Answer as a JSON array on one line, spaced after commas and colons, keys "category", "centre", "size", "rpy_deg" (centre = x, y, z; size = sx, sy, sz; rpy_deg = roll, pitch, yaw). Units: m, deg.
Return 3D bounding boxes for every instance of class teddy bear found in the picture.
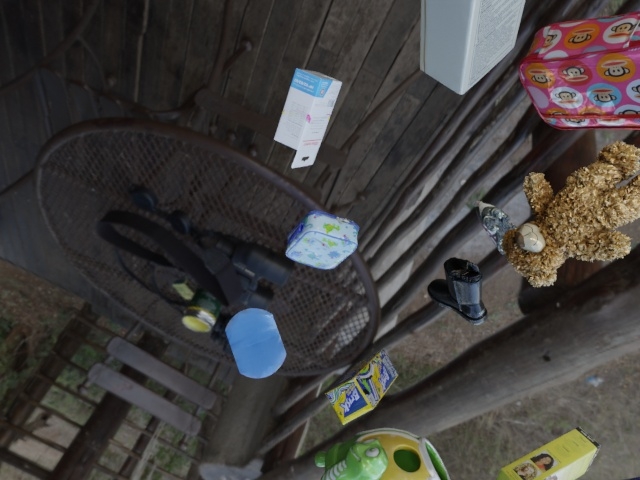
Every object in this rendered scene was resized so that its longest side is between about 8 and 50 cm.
[{"category": "teddy bear", "centre": [0.524, -0.055, 1.023], "size": [0.338, 0.245, 0.113], "rpy_deg": [-24, 164, 28]}]

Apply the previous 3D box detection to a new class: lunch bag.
[{"category": "lunch bag", "centre": [0.000, 0.000, 1.482], "size": [0.176, 0.090, 0.219], "rpy_deg": [16, 150, -18]}, {"category": "lunch bag", "centre": [0.576, -0.317, 1.007], "size": [0.293, 0.120, 0.258], "rpy_deg": [15, 160, 50]}]

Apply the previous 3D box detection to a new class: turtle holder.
[{"category": "turtle holder", "centre": [0.121, 0.474, 0.995], "size": [0.227, 0.243, 0.320], "rpy_deg": [-29, 106, 10]}]

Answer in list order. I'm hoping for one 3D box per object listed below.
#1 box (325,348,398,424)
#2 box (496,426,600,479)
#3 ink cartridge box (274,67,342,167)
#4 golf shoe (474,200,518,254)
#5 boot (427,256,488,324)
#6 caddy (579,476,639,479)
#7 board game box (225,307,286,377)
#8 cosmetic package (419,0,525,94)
[{"category": "box", "centre": [0.071, 0.230, 0.801], "size": [0.059, 0.169, 0.054], "rpy_deg": [-35, 80, 19]}, {"category": "box", "centre": [0.453, 0.460, 1.001], "size": [0.058, 0.232, 0.087], "rpy_deg": [44, 139, 48]}, {"category": "ink cartridge box", "centre": [-0.031, -0.243, 1.005], "size": [0.061, 0.104, 0.181], "rpy_deg": [28, 112, 17]}, {"category": "golf shoe", "centre": [0.664, -0.052, 1.866], "size": [0.105, 0.120, 0.273], "rpy_deg": [-38, 130, 6]}, {"category": "boot", "centre": [0.421, 0.130, 1.576], "size": [0.246, 0.094, 0.207], "rpy_deg": [38, 154, 51]}, {"category": "caddy", "centre": [0.337, 0.347, 0.435], "size": [0.341, 0.241, 0.179], "rpy_deg": [13, 146, -1]}, {"category": "board game box", "centre": [-0.153, 0.248, 1.224], "size": [0.133, 0.033, 0.168], "rpy_deg": [-23, 83, 15]}, {"category": "cosmetic package", "centre": [0.259, -0.415, 0.836], "size": [0.113, 0.160, 0.309], "rpy_deg": [42, 168, 25]}]
